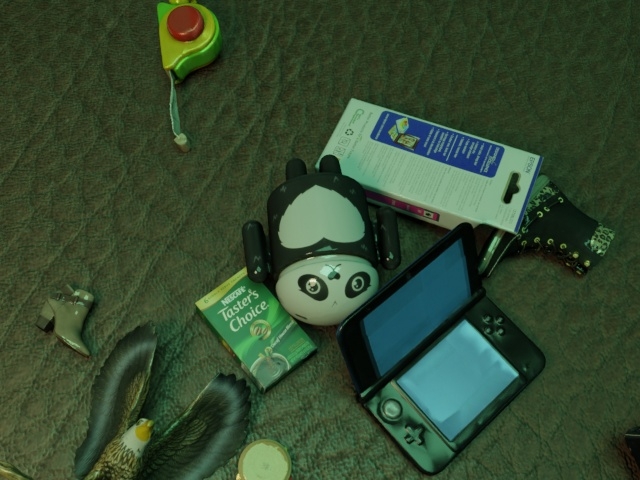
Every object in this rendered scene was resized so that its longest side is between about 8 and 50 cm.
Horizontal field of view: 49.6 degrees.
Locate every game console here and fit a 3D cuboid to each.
[{"bbox_3d":[0.198,0.166,1.069,0.293,0.173,0.250,-37,73,-20],"label":"game console"}]

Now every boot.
[{"bbox_3d":[0.395,0.010,1.216,0.178,0.085,0.236,37,68,8],"label":"boot"},{"bbox_3d":[-0.390,0.122,1.101,0.118,0.042,0.087,31,63,9],"label":"boot"}]

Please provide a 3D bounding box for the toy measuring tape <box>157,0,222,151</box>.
[{"bbox_3d":[-0.234,-0.331,1.301,0.121,0.121,0.330,-7,73,-9],"label":"toy measuring tape"}]

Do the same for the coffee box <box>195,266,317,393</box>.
[{"bbox_3d":[-0.106,0.142,1.121,0.113,0.040,0.184,-35,73,-20],"label":"coffee box"}]

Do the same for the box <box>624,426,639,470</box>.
[{"bbox_3d":[0.664,0.358,0.995,0.294,0.183,0.296,-21,81,-16],"label":"box"}]

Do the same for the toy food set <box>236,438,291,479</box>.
[{"bbox_3d":[-0.082,0.341,1.039,0.082,0.020,0.083,8,63,-3],"label":"toy food set"}]

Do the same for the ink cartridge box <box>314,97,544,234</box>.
[{"bbox_3d":[0.191,-0.127,1.241,0.370,0.069,0.176,19,63,15],"label":"ink cartridge box"}]

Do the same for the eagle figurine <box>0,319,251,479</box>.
[{"bbox_3d":[-0.260,0.287,0.981,0.226,0.225,0.298,65,32,-19],"label":"eagle figurine"}]

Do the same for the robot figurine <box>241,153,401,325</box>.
[{"bbox_3d":[0.002,-0.001,1.126,0.209,0.173,0.278,-24,60,32],"label":"robot figurine"}]
